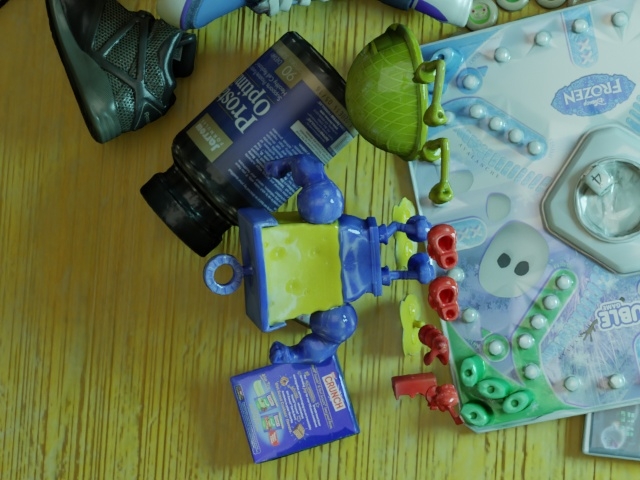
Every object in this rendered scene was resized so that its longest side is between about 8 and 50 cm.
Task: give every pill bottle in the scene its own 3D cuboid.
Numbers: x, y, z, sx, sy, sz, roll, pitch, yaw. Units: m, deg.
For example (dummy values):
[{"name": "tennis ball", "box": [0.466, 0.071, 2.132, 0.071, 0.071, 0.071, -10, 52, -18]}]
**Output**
[{"name": "pill bottle", "box": [-0.066, -0.090, 1.517, 0.219, 0.123, 0.123, -43, 82, 2]}]

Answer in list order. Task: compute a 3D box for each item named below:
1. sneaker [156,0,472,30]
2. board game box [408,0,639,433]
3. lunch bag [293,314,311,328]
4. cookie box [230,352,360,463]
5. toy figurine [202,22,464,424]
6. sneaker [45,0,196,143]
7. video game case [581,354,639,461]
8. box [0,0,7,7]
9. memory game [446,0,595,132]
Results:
[{"name": "sneaker", "box": [0.028, -0.265, 1.491, 0.236, 0.130, 0.323, 41, 73, 8]}, {"name": "board game box", "box": [0.282, -0.039, 1.473, 0.390, 0.050, 0.390, -13, 85, 15]}, {"name": "lunch bag", "box": [-0.015, 0.037, 1.538, 0.071, 0.053, 0.083, 29, 81, 7]}, {"name": "cookie box", "box": [-0.024, 0.164, 1.535, 0.107, 0.040, 0.091, -17, 84, 6]}, {"name": "toy figurine", "box": [0.000, 0.000, 1.404, 0.217, 0.191, 0.362, -7, 108, -7]}, {"name": "sneaker", "box": [-0.206, -0.216, 1.567, 0.130, 0.087, 0.227, -20, 69, -14]}, {"name": "video game case", "box": [0.349, 0.123, 1.501, 0.173, 0.022, 0.190, 6, 87, 8]}, {"name": "box", "box": [-0.428, -0.267, 1.613, 0.233, 0.044, 0.159, -42, 82, 3]}, {"name": "memory game", "box": [0.214, -0.178, 1.544, 0.186, 0.012, 0.186, 0, 86, 7]}]
